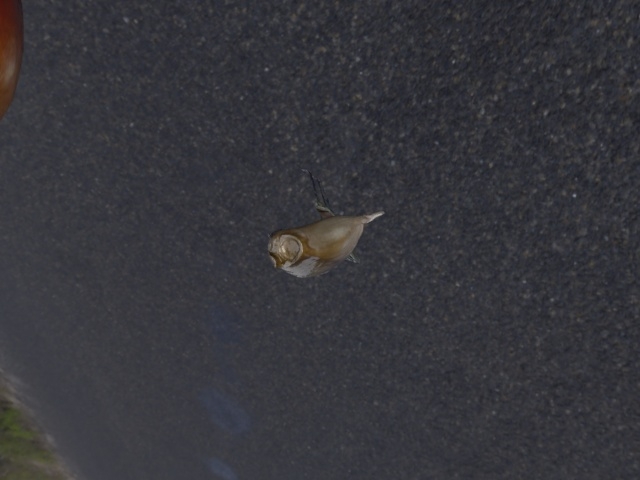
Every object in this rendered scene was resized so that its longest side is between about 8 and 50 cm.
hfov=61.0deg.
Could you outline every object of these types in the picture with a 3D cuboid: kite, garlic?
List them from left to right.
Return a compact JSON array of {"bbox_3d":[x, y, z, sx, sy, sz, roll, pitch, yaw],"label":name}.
[{"bbox_3d":[0.001,0.008,0.657,0.084,0.152,0.066,-11,93,54],"label":"garlic"},{"bbox_3d":[0.013,-0.056,1.054,0.016,0.229,0.127,-33,145,15],"label":"kite"}]

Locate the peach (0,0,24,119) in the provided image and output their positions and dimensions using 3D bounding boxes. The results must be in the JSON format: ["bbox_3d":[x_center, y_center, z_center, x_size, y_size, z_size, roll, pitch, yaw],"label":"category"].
[{"bbox_3d":[-0.397,-0.145,0.412,0.306,0.242,0.380,3,-175,-10],"label":"peach"}]
